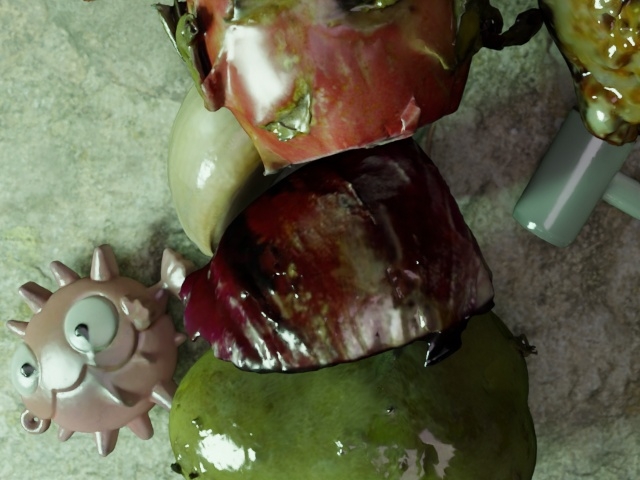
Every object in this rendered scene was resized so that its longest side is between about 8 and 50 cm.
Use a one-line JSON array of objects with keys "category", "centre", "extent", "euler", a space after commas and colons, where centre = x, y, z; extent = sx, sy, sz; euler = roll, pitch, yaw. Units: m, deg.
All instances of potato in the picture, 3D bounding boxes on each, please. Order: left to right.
[{"category": "potato", "centre": [0.030, 0.161, 1.101], "extent": [0.359, 0.219, 0.269], "euler": [1, 61, 14]}]

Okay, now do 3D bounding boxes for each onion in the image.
[{"category": "onion", "centre": [0.000, 0.000, 1.009], "extent": [0.280, 0.314, 0.146], "euler": [-15, 115, -4]}]

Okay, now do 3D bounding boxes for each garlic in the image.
[{"category": "garlic", "centre": [-0.072, -0.090, 1.123], "extent": [0.164, 0.145, 0.245], "euler": [25, 107, -32]}]

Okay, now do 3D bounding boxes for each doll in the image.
[{"category": "doll", "centre": [-0.226, 0.112, 1.182], "extent": [0.262, 0.093, 0.211], "euler": [-37, 89, 14]}]

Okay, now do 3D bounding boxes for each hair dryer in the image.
[{"category": "hair dryer", "centre": [0.323, -0.026, 1.128], "extent": [0.236, 0.073, 0.131], "euler": [26, 104, -9]}]

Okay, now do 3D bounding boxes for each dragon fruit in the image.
[{"category": "dragon fruit", "centre": [0.007, -0.217, 0.925], "extent": [0.269, 0.250, 0.291], "euler": [-12, 95, 34]}]

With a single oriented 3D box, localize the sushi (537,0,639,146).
[{"category": "sushi", "centre": [0.323, -0.281, 0.910], "extent": [0.417, 0.176, 0.417], "euler": [-11, 108, -36]}]
